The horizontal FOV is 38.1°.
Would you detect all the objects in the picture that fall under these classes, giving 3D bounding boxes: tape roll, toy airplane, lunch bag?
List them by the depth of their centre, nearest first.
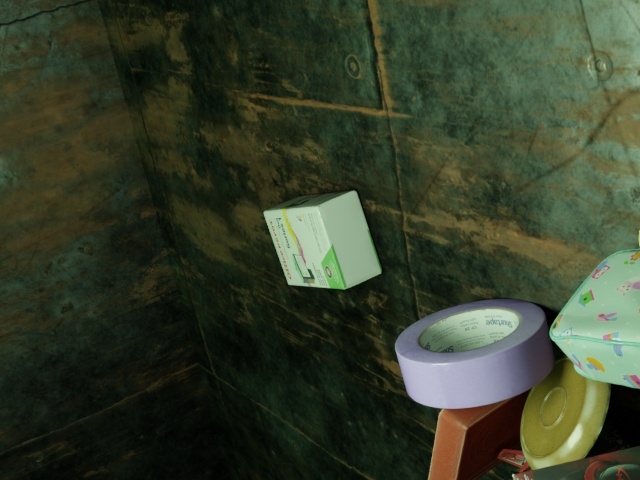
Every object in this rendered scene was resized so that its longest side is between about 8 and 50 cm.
[{"bbox_3d":[0.485,0.102,1.309,0.108,0.224,0.279,53,156,-18],"label":"lunch bag"},{"bbox_3d":[0.278,0.199,1.677,0.274,0.274,0.090,7,116,59],"label":"tape roll"},{"bbox_3d":[0.417,0.407,1.781,0.028,0.151,0.151,-91,3,-49],"label":"toy airplane"}]

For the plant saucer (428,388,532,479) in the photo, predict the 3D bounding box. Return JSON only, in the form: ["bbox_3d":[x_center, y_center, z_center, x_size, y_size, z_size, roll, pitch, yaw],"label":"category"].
[{"bbox_3d":[0.318,0.357,1.744,0.047,0.259,0.259,40,143,37],"label":"plant saucer"}]

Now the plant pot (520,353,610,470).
[{"bbox_3d":[0.412,0.292,1.600,0.032,0.236,0.236,24,154,-13],"label":"plant pot"}]

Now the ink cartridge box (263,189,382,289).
[{"bbox_3d":[0.000,0.000,2.178,0.278,0.117,0.201,-1,110,61],"label":"ink cartridge box"}]

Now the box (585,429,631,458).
[{"bbox_3d":[0.468,0.474,1.674,0.142,0.163,0.247,57,151,24],"label":"box"}]

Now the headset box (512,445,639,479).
[{"bbox_3d":[0.441,0.458,1.447,0.110,0.293,0.218,71,-173,-52],"label":"headset box"}]
